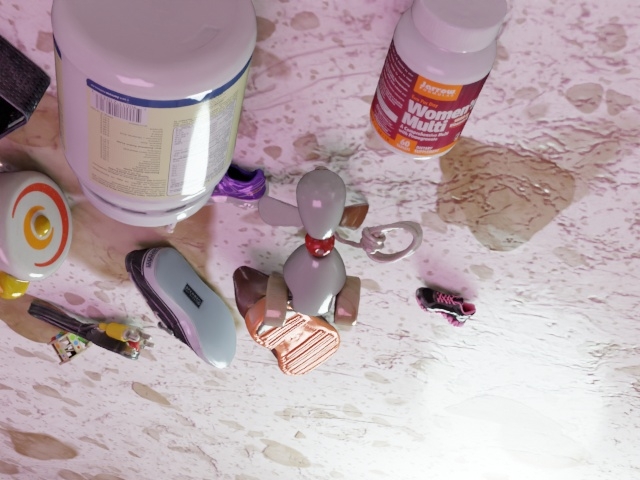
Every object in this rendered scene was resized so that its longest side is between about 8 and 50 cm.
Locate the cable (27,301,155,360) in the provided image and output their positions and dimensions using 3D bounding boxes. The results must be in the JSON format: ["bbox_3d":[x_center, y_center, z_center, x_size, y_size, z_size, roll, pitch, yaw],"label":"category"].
[{"bbox_3d":[-0.495,0.189,2.031,0.287,0.072,0.139,21,166,17],"label":"cable"}]

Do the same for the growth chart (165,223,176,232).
[{"bbox_3d":[-0.299,-0.111,1.450,0.237,0.021,0.172,39,142,8],"label":"growth chart"}]

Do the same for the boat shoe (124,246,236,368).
[{"bbox_3d":[-0.270,0.132,1.773,0.105,0.113,0.306,-1,140,36],"label":"boat shoe"}]

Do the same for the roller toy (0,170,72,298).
[{"bbox_3d":[-0.527,-0.022,1.585,0.146,0.209,0.191,-2,122,24],"label":"roller toy"}]

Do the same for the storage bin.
[{"bbox_3d":[-0.508,-0.244,1.359,0.122,0.084,0.180,-17,133,41],"label":"storage bin"}]

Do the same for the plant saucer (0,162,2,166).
[{"bbox_3d":[-0.652,-0.204,1.418,0.259,0.047,0.258,21,159,25],"label":"plant saucer"}]

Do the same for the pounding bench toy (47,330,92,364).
[{"bbox_3d":[-0.567,0.232,2.105,0.052,0.083,0.065,-23,98,41],"label":"pounding bench toy"}]

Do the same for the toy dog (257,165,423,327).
[{"bbox_3d":[0.000,0.000,1.448,0.220,0.161,0.333,17,135,-19],"label":"toy dog"}]

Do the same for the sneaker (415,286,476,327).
[{"bbox_3d":[0.216,0.105,1.581,0.119,0.047,0.057,26,139,-26],"label":"sneaker"}]

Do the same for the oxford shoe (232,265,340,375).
[{"bbox_3d":[-0.061,0.148,1.723,0.130,0.132,0.363,-34,150,-3],"label":"oxford shoe"}]

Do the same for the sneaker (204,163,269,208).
[{"bbox_3d":[-0.164,-0.098,1.452,0.170,0.068,0.071,3,129,6],"label":"sneaker"}]

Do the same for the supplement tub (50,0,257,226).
[{"bbox_3d":[-0.214,-0.186,1.173,0.235,0.235,0.325,18,147,-1],"label":"supplement tub"}]

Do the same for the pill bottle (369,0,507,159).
[{"bbox_3d":[0.137,-0.205,1.093,0.121,0.121,0.221,17,147,0],"label":"pill bottle"}]
